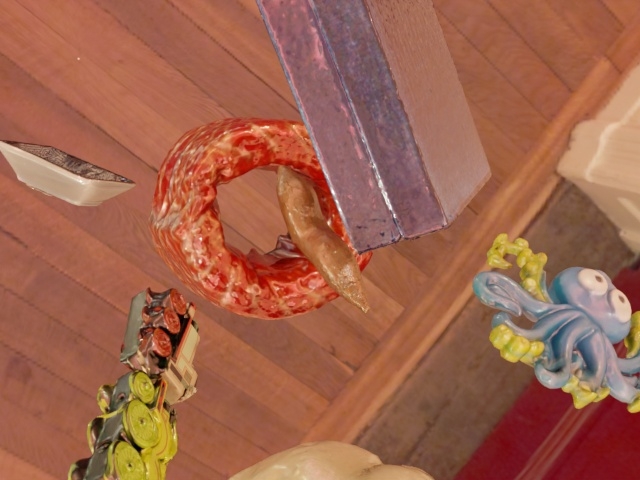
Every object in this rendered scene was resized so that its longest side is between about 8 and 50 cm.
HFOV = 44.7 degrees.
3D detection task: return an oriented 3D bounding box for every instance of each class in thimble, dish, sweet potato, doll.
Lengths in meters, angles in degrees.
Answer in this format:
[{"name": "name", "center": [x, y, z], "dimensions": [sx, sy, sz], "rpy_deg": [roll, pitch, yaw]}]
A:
[{"name": "thimble", "center": [-0.096, -0.037, 1.280], "dimensions": [0.350, 0.230, 0.350], "rpy_deg": [-4, 100, -25]}, {"name": "dish", "center": [-0.542, -0.133, 1.642], "dimensions": [0.243, 0.182, 0.080], "rpy_deg": [22, 97, 15]}, {"name": "sweet potato", "center": [-0.001, 0.001, 0.967], "dimensions": [0.051, 0.065, 0.218], "rpy_deg": [-22, 73, -32]}, {"name": "doll", "center": [0.405, 0.125, 1.231], "dimensions": [0.346, 0.341, 0.099], "rpy_deg": [38, 127, 7]}]

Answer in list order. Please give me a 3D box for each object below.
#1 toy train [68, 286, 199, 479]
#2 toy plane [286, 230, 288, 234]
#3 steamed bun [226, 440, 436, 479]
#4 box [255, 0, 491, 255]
[{"name": "toy train", "center": [-0.145, 0.130, 0.659], "dimensions": [0.053, 0.249, 0.085], "rpy_deg": [-26, 118, 16]}, {"name": "toy plane", "center": [-0.016, 0.016, 1.868], "dimensions": [0.118, 0.252, 0.252], "rpy_deg": [-17, 108, 3]}, {"name": "steamed bun", "center": [0.030, 0.406, 0.818], "dimensions": [0.339, 0.247, 0.352], "rpy_deg": [28, 86, -25]}, {"name": "box", "center": [0.072, -0.157, 0.838], "dimensions": [0.116, 0.261, 0.279], "rpy_deg": [-19, 97, 25]}]
